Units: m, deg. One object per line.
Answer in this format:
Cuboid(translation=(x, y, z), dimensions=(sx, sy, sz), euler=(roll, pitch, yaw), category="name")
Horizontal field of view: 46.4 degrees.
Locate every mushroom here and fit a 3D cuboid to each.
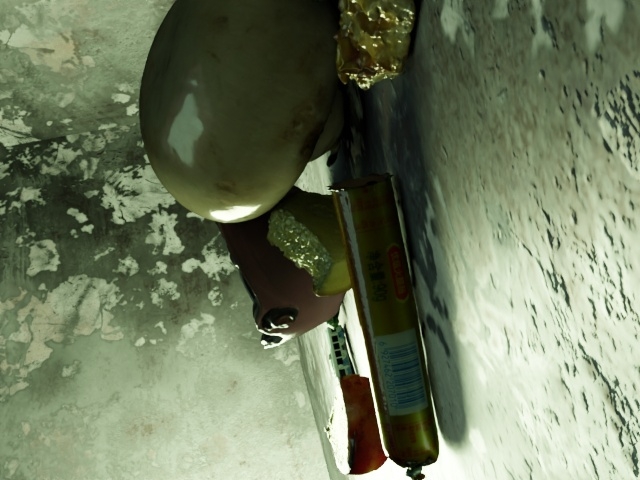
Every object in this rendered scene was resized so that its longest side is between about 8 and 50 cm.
Cuboid(translation=(-0.087, -0.199, 1.037), dimensions=(0.362, 0.295, 0.362), euler=(-33, 50, 51), category="mushroom")

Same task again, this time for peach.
Cuboid(translation=(0.067, 0.289, 1.189), dimensions=(0.127, 0.093, 0.172), euler=(-131, 42, -65), category="peach")

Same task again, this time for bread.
Cuboid(translation=(0.010, -0.002, 1.045), dimensions=(0.156, 0.125, 0.086), euler=(45, 145, 32), category="bread")

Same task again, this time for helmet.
Cuboid(translation=(-0.055, 0.022, 1.249), dimensions=(0.338, 0.197, 0.270), euler=(82, 167, -56), category="helmet")

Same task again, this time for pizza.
Cuboid(translation=(0.039, -0.215, 0.732), dimensions=(0.161, 0.063, 0.182), euler=(84, 169, -46), category="pizza")

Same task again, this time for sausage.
Cuboid(translation=(0.082, 0.109, 0.868), dimensions=(0.082, 0.082, 0.371), euler=(-150, 48, -80), category="sausage")

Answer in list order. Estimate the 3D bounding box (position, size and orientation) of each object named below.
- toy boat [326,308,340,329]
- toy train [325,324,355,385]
Cuboid(translation=(0.003, 0.093, 1.504), dimensions=(0.210, 0.052, 0.104), euler=(-117, 14, -61), category="toy boat")
Cuboid(translation=(0.048, 0.270, 1.466), dimensions=(0.043, 0.047, 0.207), euler=(93, 165, -67), category="toy train")
